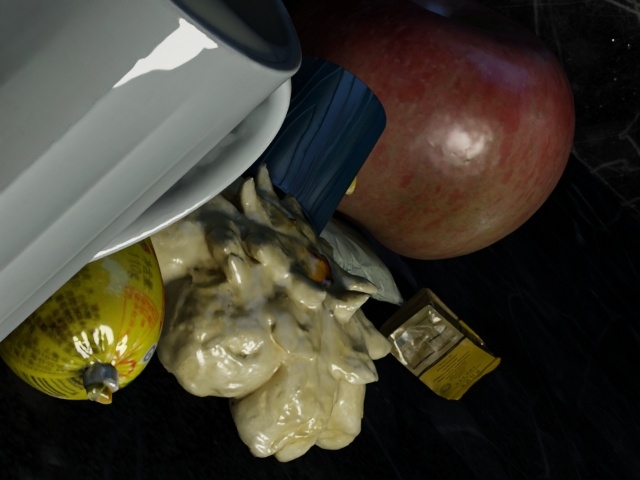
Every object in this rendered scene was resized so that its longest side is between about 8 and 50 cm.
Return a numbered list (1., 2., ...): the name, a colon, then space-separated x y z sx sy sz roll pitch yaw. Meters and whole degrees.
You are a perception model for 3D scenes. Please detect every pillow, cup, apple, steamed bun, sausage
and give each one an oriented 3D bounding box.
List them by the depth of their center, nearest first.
1. cup: -0.183 -0.062 1.002 0.323 0.327 0.237 26 28 -53
2. sausage: -0.189 -0.021 1.259 0.123 0.123 0.347 33 22 -45
3. steamed bun: -0.055 0.026 1.500 0.292 0.137 0.295 36 23 -35
4. cup: -0.030 -0.091 1.635 0.150 0.138 0.113 43 -26 -22
5. pillow: 0.000 0.000 1.839 0.128 0.051 0.229 49 12 31
6. apple: 0.089 -0.121 1.913 0.345 0.269 0.345 19 18 -6

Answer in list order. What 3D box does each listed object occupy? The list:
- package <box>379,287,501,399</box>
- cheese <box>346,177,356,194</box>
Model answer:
1. package: 0.127 0.115 1.891 0.131 0.071 0.047 44 11 -24
2. cheese: -0.040 -0.104 1.761 0.171 0.093 0.126 13 22 -6
